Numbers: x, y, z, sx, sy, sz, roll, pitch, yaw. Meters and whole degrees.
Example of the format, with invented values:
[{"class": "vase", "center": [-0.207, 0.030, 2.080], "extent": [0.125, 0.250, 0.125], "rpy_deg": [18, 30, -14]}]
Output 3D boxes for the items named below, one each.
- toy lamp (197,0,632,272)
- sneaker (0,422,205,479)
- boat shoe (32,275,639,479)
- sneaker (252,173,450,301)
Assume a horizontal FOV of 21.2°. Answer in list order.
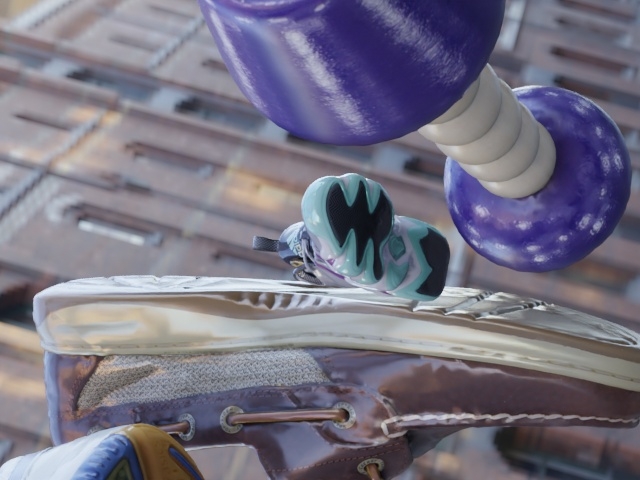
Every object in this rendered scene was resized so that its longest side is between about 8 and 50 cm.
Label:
[{"class": "toy lamp", "center": [0.036, -0.048, 0.504], "extent": [0.275, 0.080, 0.080], "rpy_deg": [24, -99, -68]}, {"class": "sneaker", "center": [-0.165, 0.208, 0.779], "extent": [0.296, 0.131, 0.112], "rpy_deg": [-50, -62, -42]}, {"class": "boat shoe", "center": [0.007, 0.087, 0.897], "extent": [0.123, 0.342, 0.123], "rpy_deg": [-12, -76, -73]}, {"class": "sneaker", "center": [0.000, 0.000, 0.656], "extent": [0.098, 0.069, 0.038], "rpy_deg": [36, -116, -55]}]
